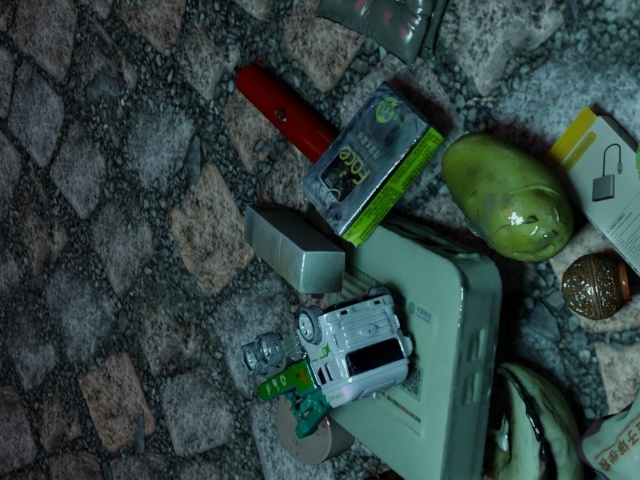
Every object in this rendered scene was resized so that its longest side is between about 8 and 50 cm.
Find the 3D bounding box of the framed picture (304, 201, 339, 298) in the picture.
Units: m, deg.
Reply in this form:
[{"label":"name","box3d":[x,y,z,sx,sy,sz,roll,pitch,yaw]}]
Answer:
[{"label":"framed picture","box3d":[0.000,0.000,1.973,0.128,0.023,0.168,110,158,-48]}]

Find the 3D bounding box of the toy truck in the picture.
[{"label":"toy truck","box3d":[0.010,0.201,1.800,0.363,0.177,0.178,-43,66,58]}]

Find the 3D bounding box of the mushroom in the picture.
[{"label":"mushroom","box3d":[0.320,0.357,1.742,0.247,0.130,0.344,-150,61,-68]}]

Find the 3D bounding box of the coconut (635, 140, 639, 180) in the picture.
[{"label":"coconut","box3d":[0.492,-0.098,1.494,0.158,0.055,0.133,39,95,25]}]

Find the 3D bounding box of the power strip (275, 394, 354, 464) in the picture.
[{"label":"power strip","box3d":[-0.010,0.347,2.094,0.154,0.078,0.154,11,106,42]}]

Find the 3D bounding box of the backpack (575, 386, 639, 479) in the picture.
[{"label":"backpack","box3d":[0.538,0.291,1.454,0.317,0.197,0.283,46,126,22]}]

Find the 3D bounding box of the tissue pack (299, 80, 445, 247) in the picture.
[{"label":"tissue pack","box3d":[0.083,-0.129,1.823,0.235,0.073,0.173,-50,40,14]}]

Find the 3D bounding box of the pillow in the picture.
[{"label":"pillow","box3d":[0.126,-0.468,1.772,0.228,0.101,0.326,36,124,31]}]

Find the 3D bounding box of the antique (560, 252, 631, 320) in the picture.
[{"label":"antique","box3d":[0.400,0.068,1.609,0.104,0.104,0.104,12,107,43]}]

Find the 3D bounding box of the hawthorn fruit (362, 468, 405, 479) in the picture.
[{"label":"hawthorn fruit","box3d":[0.138,0.543,1.873,0.265,0.265,0.307,-28,95,45]}]

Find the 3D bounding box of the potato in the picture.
[{"label":"potato","box3d":[0.277,-0.065,1.657,0.248,0.143,0.169,50,162,36]}]

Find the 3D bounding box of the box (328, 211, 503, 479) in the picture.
[{"label":"box","box3d":[0.140,0.169,1.829,0.396,0.111,0.396,30,120,56]}]

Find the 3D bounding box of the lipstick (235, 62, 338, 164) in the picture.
[{"label":"lipstick","box3d":[-0.049,-0.221,2.017,0.280,0.073,0.073,45,127,28]}]

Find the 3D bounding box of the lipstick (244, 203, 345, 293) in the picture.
[{"label":"lipstick","box3d":[-0.053,0.009,1.947,0.371,0.080,0.076,-143,56,-67]}]

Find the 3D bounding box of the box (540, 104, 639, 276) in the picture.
[{"label":"box","box3d":[0.436,-0.070,1.591,0.247,0.033,0.129,53,131,23]}]
